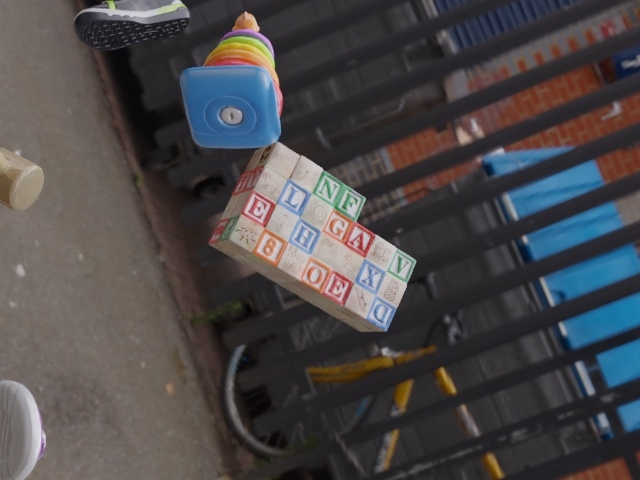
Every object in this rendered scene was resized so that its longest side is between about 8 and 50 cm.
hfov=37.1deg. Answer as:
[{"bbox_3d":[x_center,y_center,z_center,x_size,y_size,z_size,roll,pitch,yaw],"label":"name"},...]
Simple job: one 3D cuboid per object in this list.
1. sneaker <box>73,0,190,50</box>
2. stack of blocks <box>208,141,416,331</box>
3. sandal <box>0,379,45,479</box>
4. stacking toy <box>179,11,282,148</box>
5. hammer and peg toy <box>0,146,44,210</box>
[{"bbox_3d":[-0.316,-0.373,1.544,0.235,0.084,0.097,-20,76,-51],"label":"sneaker"},{"bbox_3d":[0.000,0.000,1.478,0.297,0.171,0.087,32,-18,-21],"label":"stack of blocks"},{"bbox_3d":[-0.517,0.326,1.592,0.102,0.416,0.169,5,74,-34],"label":"sandal"},{"bbox_3d":[-0.143,-0.316,1.726,0.301,0.166,0.175,-86,172,-45],"label":"stacking toy"},{"bbox_3d":[-0.459,-0.018,0.956,0.361,0.127,0.266,-54,158,-31],"label":"hammer and peg toy"}]
